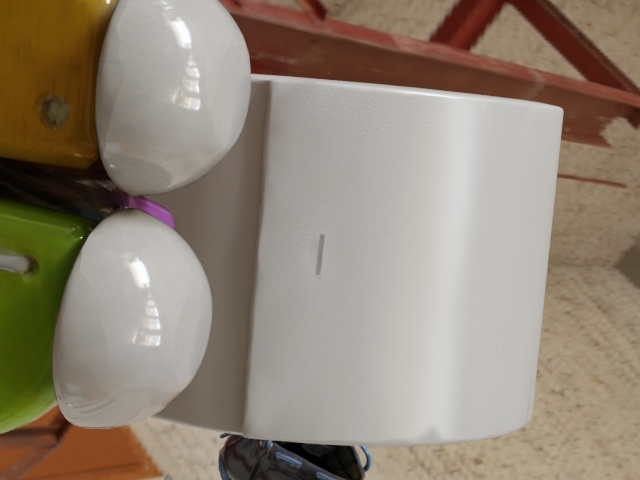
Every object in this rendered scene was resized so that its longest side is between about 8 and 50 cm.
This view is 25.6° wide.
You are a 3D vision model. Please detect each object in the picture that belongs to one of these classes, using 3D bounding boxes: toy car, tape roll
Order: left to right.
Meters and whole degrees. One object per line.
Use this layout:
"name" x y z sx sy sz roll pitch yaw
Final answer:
"toy car" -0.103 -0.022 0.514 0.159 0.136 0.182 10 -86 13
"tape roll" 0.000 0.000 0.755 0.246 0.246 0.169 8 -85 36

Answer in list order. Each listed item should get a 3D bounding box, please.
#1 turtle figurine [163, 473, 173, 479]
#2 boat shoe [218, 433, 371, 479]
"turtle figurine" -0.236 0.307 1.196 0.198 0.266 0.274 -3 -115 2
"boat shoe" 0.000 0.177 1.021 0.089 0.109 0.258 -61 -155 2
